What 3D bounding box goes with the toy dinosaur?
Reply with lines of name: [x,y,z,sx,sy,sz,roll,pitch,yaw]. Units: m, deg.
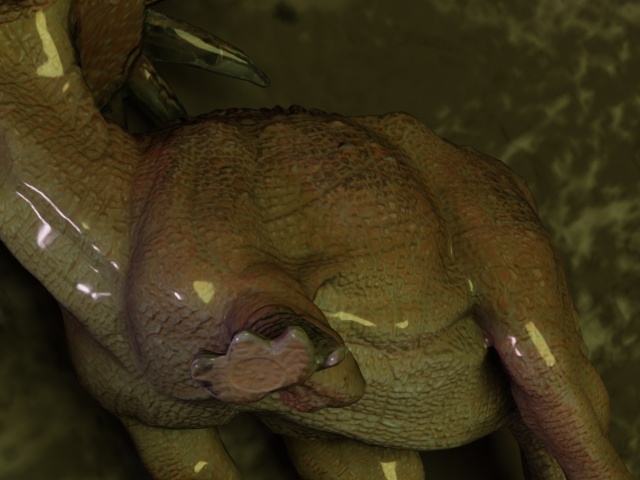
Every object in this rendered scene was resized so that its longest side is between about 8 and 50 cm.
toy dinosaur: [0.000,0.000,0.452,0.295,0.127,0.200,25,42,-37]
